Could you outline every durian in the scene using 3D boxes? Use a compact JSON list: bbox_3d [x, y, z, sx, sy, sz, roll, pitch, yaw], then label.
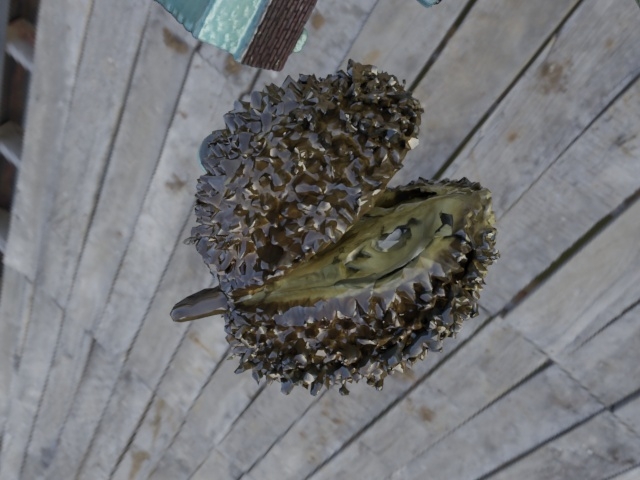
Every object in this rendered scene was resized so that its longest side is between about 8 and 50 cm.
[{"bbox_3d":[0.000,0.000,0.499,0.196,0.196,0.167,46,-178,-3],"label":"durian"}]

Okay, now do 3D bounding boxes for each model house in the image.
[{"bbox_3d":[-0.095,-0.443,1.417,0.230,0.248,0.281,48,115,39],"label":"model house"}]

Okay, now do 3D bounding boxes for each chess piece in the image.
[{"bbox_3d":[-0.074,-0.072,0.827,0.042,0.093,0.042,-6,78,29],"label":"chess piece"}]

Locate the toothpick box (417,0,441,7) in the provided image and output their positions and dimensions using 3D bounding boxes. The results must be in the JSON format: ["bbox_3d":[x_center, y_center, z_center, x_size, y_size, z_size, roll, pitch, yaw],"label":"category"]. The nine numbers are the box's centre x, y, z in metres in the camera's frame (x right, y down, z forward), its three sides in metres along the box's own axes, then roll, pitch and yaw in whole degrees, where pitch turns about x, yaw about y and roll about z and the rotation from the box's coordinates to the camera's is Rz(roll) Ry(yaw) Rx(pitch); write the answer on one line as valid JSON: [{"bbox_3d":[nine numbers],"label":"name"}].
[{"bbox_3d":[0.186,-0.545,1.679,0.184,0.120,0.120,46,141,-9],"label":"toothpick box"}]

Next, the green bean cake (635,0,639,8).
[{"bbox_3d":[0.324,-0.214,0.639,0.183,0.185,0.094,-20,137,18],"label":"green bean cake"}]
